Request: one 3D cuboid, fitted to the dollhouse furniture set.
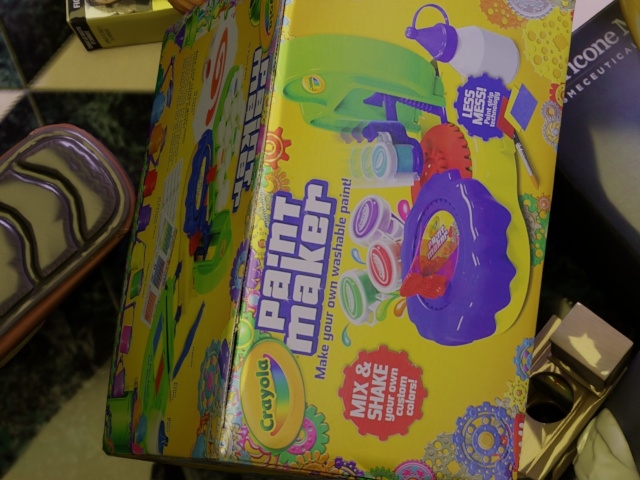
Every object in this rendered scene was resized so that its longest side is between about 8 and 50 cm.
[{"bbox_3d":[0.098,0.076,1.191,0.161,0.182,0.101,37,81,15],"label":"dollhouse furniture set"}]

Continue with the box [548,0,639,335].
[{"bbox_3d":[0.312,-0.050,1.201,0.296,0.183,0.294,-38,73,-4],"label":"box"}]

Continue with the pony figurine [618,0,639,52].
[{"bbox_3d":[0.345,-0.126,1.010,0.351,0.303,0.363,-40,75,27],"label":"pony figurine"}]

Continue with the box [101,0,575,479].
[{"bbox_3d":[0.000,0.000,1.140,0.177,0.279,0.289,11,82,-18],"label":"box"}]

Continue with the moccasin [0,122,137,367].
[{"bbox_3d":[-0.290,0.063,1.277,0.139,0.147,0.380,45,81,1],"label":"moccasin"}]

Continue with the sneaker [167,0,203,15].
[{"bbox_3d":[-0.015,-0.286,1.271,0.296,0.112,0.131,-40,71,0],"label":"sneaker"}]

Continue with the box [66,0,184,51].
[{"bbox_3d":[-0.064,-0.196,1.347,0.232,0.058,0.087,-5,74,5],"label":"box"}]

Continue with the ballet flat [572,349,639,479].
[{"bbox_3d":[0.192,0.150,1.156,0.074,0.203,0.074,-7,46,7],"label":"ballet flat"}]
